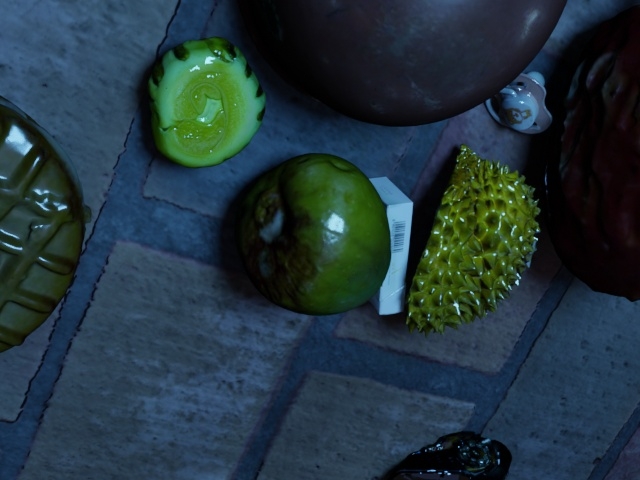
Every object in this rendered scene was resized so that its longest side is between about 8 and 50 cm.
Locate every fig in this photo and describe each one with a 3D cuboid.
[{"bbox_3d":[0.000,0.000,0.959,0.181,0.181,0.191,-45,131,5],"label":"fig"}]

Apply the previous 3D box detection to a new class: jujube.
[{"bbox_3d":[0.398,-0.095,1.019,0.259,0.258,0.376,-18,125,-12],"label":"jujube"}]

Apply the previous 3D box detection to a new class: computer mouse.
[{"bbox_3d":[0.202,0.379,1.305,0.242,0.077,0.146,-11,118,-16],"label":"computer mouse"}]

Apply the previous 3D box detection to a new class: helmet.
[{"bbox_3d":[0.106,-0.253,0.805,0.385,0.230,0.337,-20,120,6],"label":"helmet"}]

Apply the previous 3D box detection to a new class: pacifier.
[{"bbox_3d":[0.252,-0.182,1.041,0.078,0.082,0.099,-57,140,-26],"label":"pacifier"}]

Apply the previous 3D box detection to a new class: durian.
[{"bbox_3d":[0.194,0.024,1.058,0.138,0.183,0.249,21,116,4],"label":"durian"}]

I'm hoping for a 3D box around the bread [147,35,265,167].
[{"bbox_3d":[-0.126,-0.148,0.893,0.130,0.071,0.139,-24,125,-5],"label":"bread"}]

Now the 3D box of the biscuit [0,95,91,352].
[{"bbox_3d":[-0.406,-0.011,0.835,0.332,0.103,0.331,-9,120,-16],"label":"biscuit"}]

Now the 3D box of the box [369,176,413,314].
[{"bbox_3d":[0.079,0.007,1.051,0.040,0.084,0.154,-9,119,-20],"label":"box"}]
